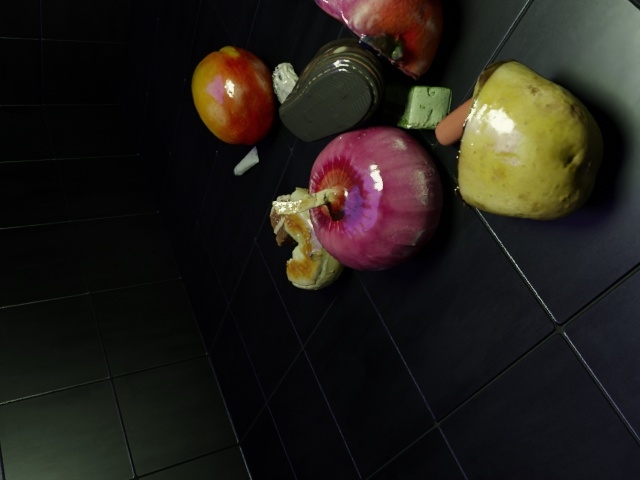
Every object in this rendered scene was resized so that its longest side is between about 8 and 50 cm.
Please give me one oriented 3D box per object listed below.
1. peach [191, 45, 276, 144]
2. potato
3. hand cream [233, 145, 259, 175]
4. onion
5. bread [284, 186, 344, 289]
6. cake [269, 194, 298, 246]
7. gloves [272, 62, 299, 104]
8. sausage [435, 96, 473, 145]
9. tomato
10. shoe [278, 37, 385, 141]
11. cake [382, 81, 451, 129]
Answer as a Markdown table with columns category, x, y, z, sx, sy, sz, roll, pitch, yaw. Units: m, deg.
| category | x | y | z | sx | sy | sz | roll | pitch | yaw |
| --- | --- | --- | --- | --- | --- | --- | --- | --- | --- |
| peach | -0.286 | -0.486 | 1.949 | 0.308 | 0.308 | 0.332 | -11 | 101 | 60 |
| potato | 0.374 | -0.154 | 0.999 | 0.242 | 0.243 | 0.285 | 39 | 123 | 49 |
| hand cream | -0.289 | -0.304 | 2.242 | 0.195 | 0.042 | 0.067 | -27 | 66 | 53 |
| onion | 0.115 | -0.095 | 1.360 | 0.359 | 0.345 | 0.357 | 7 | 109 | 22 |
| bread | 0.003 | -0.003 | 1.691 | 0.192 | 0.171 | 0.313 | 9 | 111 | 45 |
| cake | -0.080 | -0.071 | 1.857 | 0.134 | 0.135 | 0.147 | -46 | 54 | 55 |
| gloves | -0.112 | -0.495 | 1.855 | 0.114 | 0.071 | 0.153 | -48 | 58 | 53 |
| sausage | 0.306 | -0.255 | 1.218 | 0.154 | 0.062 | 0.062 | -33 | 69 | 57 |
| tomato | 0.130 | -0.509 | 1.221 | 0.176 | 0.335 | 0.289 | -53 | 50 | 20 |
| shoe | 0.058 | -0.382 | 1.348 | 0.171 | 0.237 | 0.384 | 39 | 161 | -15 |
| cake | 0.193 | -0.325 | 1.359 | 0.235 | 0.099 | 0.100 | 30 | 121 | 54 |
